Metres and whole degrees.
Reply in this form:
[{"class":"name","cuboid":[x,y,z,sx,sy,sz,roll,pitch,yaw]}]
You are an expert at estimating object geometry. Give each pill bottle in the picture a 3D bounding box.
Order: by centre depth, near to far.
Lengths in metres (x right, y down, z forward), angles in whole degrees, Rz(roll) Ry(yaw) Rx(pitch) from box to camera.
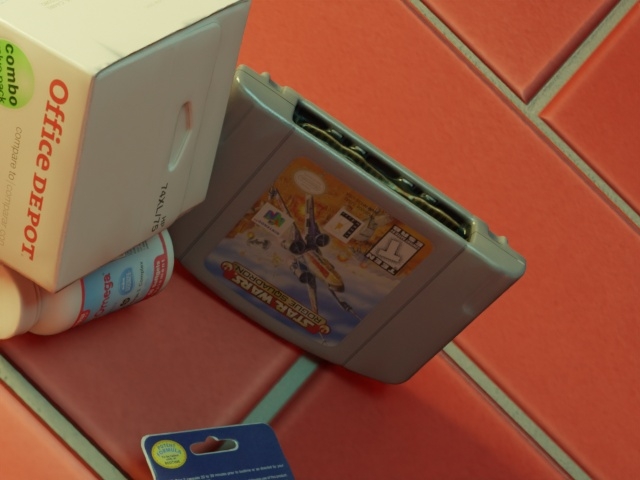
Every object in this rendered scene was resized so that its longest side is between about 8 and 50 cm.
[{"class":"pill bottle","cuboid":[-0.199,0.024,1.334,0.160,0.087,0.087,-22,73,-47]}]

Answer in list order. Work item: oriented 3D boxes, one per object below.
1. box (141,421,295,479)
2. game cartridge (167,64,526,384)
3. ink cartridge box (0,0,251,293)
[{"class":"box","cuboid":[-0.056,0.250,1.300,0.136,0.036,0.225,-1,59,-41]},{"class":"game cartridge","cuboid":[0.000,0.000,1.435,0.297,0.198,0.062,33,33,-13]},{"class":"ink cartridge box","cuboid":[-0.228,-0.132,1.286,0.270,0.198,0.197,29,35,20]}]
